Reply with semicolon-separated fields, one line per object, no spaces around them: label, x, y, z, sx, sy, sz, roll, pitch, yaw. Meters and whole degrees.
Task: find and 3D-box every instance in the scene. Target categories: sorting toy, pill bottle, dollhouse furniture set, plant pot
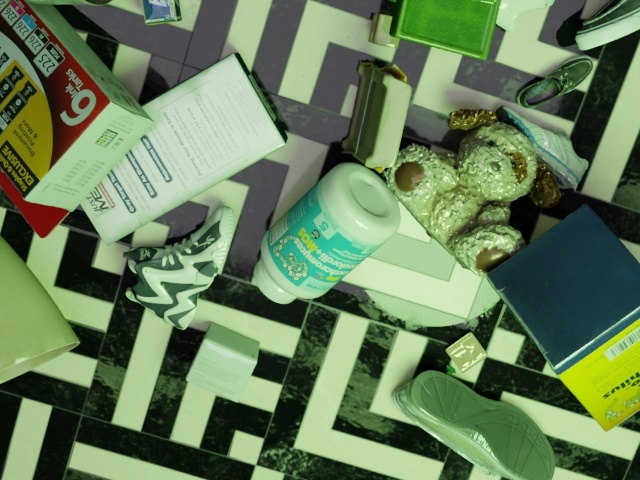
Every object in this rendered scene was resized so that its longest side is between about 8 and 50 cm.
sorting toy;0.253;0.210;1.762;0.083;0.012;0.062;-36;106;4
pill bottle;0.000;0.000;1.614;0.146;0.146;0.264;40;126;-9
dollhouse furniture set;0.153;-0.259;1.566;0.151;0.197;0.301;9;103;-14
plant pot;-0.576;0.100;1.625;0.256;0.256;0.274;-25;87;5

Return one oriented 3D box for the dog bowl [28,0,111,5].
dog bowl;-0.408;-0.509;1.427;0.102;0.349;0.348;-8;104;13

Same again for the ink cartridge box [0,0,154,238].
ink cartridge box;-0.465;-0.203;1.529;0.272;0.130;0.309;-46;69;10

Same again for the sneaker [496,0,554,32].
sneaker;0.365;-0.430;1.590;0.212;0.080;0.094;-39;112;15

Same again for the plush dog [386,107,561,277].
plush dog;0.261;-0.091;1.602;0.262;0.210;0.225;45;91;4

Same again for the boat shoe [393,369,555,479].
boat shoe;0.281;0.344;1.757;0.320;0.103;0.118;30;62;-11

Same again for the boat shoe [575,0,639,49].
boat shoe;0.533;-0.418;1.571;0.301;0.108;0.102;-31;102;4

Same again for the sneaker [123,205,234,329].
sneaker;-0.254;0.025;1.669;0.153;0.094;0.235;24;112;-15

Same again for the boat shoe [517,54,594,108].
boat shoe;0.400;-0.263;1.638;0.142;0.040;0.049;-31;102;7

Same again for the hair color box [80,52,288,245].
hair color box;-0.245;-0.153;1.622;0.347;0.105;0.174;-29;100;6

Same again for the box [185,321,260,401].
box;-0.170;0.212;1.712;0.101;0.102;0.087;24;104;-6

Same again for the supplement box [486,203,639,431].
supplement box;0.443;0.136;1.562;0.195;0.194;0.356;-37;143;8

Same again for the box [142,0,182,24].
box;-0.266;-0.438;1.578;0.054;0.059;0.169;-7;103;3

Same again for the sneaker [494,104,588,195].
sneaker;0.377;-0.167;1.658;0.191;0.071;0.083;44;68;-4
